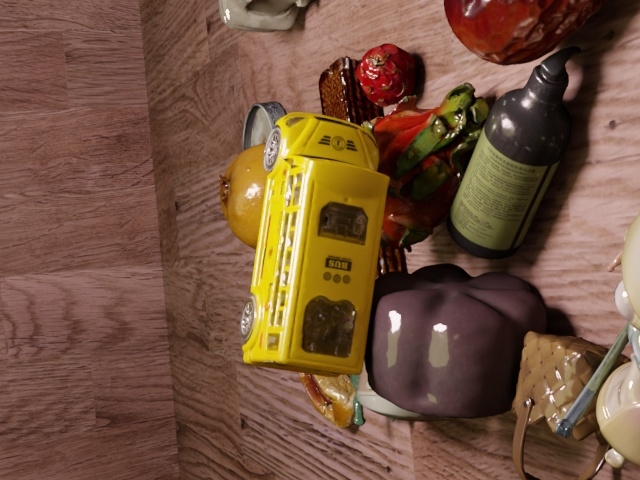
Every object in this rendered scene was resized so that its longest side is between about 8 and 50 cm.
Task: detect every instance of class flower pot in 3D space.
[{"bbox_3d":[-0.097,-0.531,1.954,0.367,0.164,0.254,141,128,-65],"label":"flower pot"}]

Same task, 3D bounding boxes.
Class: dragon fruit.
[{"bbox_3d":[0.129,-0.093,1.460,0.269,0.198,0.200,-24,51,60],"label":"dragon fruit"},{"bbox_3d":[0.104,-0.251,1.633,0.190,0.094,0.094,-17,-78,-87],"label":"dragon fruit"}]

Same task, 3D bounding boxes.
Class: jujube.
[{"bbox_3d":[0.242,-0.295,1.154,0.236,0.168,0.168,-37,59,46],"label":"jujube"}]

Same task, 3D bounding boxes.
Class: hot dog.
[{"bbox_3d":[0.004,0.252,1.993,0.242,0.073,0.084,-118,36,-45],"label":"hot dog"}]

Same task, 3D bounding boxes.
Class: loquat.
[{"bbox_3d":[-0.094,-0.081,1.996,0.208,0.208,0.208,175,90,-69],"label":"loquat"}]

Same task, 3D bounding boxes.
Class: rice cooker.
[{"bbox_3d":[0.134,0.202,1.550,0.206,0.145,0.127,154,120,-65],"label":"rice cooker"}]

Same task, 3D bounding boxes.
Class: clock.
[{"bbox_3d":[-0.112,-0.181,2.228,0.226,0.049,0.226,176,90,-70],"label":"clock"}]

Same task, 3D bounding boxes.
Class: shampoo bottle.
[{"bbox_3d":[0.238,-0.105,1.269,0.284,0.101,0.101,106,151,-43],"label":"shampoo bottle"}]

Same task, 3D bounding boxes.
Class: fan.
[{"bbox_3d":[0.293,0.130,1.091,0.016,0.193,0.038,24,143,28],"label":"fan"}]

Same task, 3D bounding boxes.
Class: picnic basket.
[{"bbox_3d":[0.280,0.201,1.186,0.138,0.128,0.179,-156,80,-69],"label":"picnic basket"}]

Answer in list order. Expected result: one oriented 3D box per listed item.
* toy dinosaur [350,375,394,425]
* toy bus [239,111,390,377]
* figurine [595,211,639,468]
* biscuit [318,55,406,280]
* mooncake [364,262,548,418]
[{"bbox_3d":[0.068,0.232,1.819,0.292,0.079,0.120,-150,63,-62],"label":"toy dinosaur"},{"bbox_3d":[0.000,0.000,1.316,0.152,0.144,0.330,167,112,-68],"label":"toy bus"},{"bbox_3d":[0.361,0.114,0.945,0.274,0.226,0.394,42,148,20],"label":"figurine"},{"bbox_3d":[0.068,-0.109,1.748,0.107,0.073,0.388,154,109,-66],"label":"biscuit"},{"bbox_3d":[0.166,0.118,1.315,0.245,0.244,0.133,-144,52,-63],"label":"mooncake"}]
